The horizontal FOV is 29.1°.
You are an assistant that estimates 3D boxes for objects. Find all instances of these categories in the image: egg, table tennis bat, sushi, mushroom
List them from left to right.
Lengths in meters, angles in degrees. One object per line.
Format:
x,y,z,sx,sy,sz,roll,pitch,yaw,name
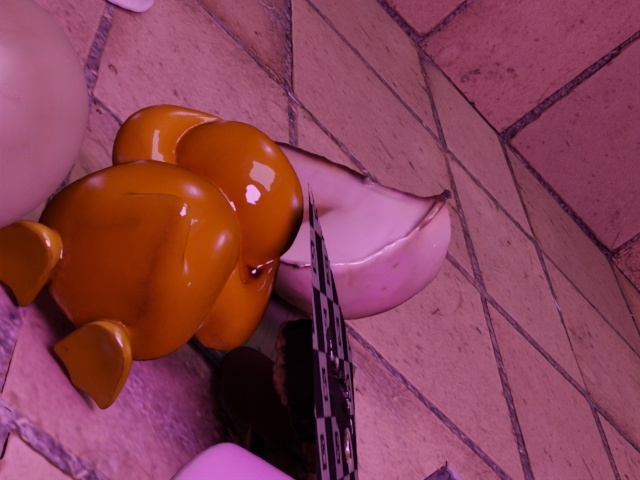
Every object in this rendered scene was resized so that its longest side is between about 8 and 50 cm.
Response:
-0.255,-0.094,0.849,0.186,0.186,0.241,54,17,3,egg
-0.057,0.159,1.095,0.095,0.014,0.158,40,31,-26,table tennis bat
-0.009,0.133,1.029,0.290,0.050,0.264,76,10,-56,sushi
-0.001,0.026,1.282,0.162,0.236,0.173,-46,144,-36,mushroom

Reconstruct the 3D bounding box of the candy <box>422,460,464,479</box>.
0.125,0.300,1.215,0.092,0.073,0.160,48,20,-10,candy

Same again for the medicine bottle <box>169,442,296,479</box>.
0.016,0.263,0.715,0.290,0.178,0.178,30,15,14,medicine bottle

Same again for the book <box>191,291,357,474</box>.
-0.074,0.077,1.217,0.283,0.025,0.215,49,20,-9,book

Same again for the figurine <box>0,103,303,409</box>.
-0.122,0.001,0.975,0.215,0.215,0.228,53,21,1,figurine

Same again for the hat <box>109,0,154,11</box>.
-0.239,-0.389,1.493,0.203,0.126,0.203,45,20,-21,hat
